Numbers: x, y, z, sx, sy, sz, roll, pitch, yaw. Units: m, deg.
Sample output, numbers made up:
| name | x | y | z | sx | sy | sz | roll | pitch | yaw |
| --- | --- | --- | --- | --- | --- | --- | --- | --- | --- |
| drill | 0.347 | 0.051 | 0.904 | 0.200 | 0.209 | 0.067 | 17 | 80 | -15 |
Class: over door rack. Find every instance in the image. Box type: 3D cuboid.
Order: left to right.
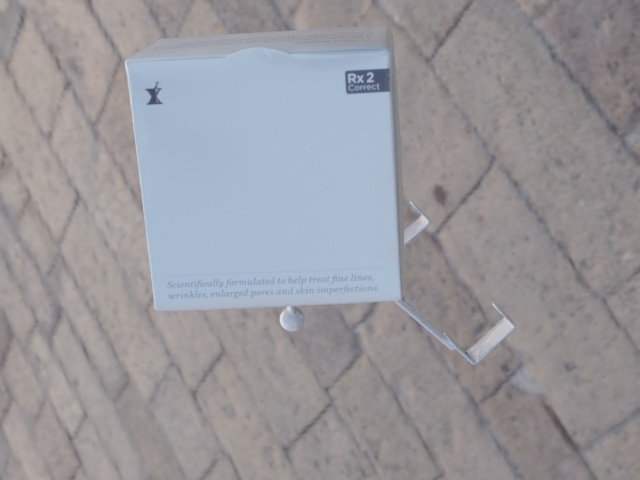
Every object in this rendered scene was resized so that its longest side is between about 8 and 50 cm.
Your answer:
| name | x | y | z | sx | sy | sz | roll | pitch | yaw |
| --- | --- | --- | --- | --- | --- | --- | --- | --- | --- |
| over door rack | 0.000 | 0.000 | 1.127 | 0.108 | 0.324 | 0.239 | -54 | 32 | 15 |

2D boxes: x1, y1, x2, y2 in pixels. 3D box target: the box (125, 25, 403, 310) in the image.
| name | x | y | z | sx | sy | sz | roll | pitch | yaw |
| --- | --- | --- | --- | --- | --- | --- | --- | --- | --- |
| box | -0.032 | -0.055 | 0.861 | 0.119 | 0.180 | 0.182 | -74 | -18 | -73 |
